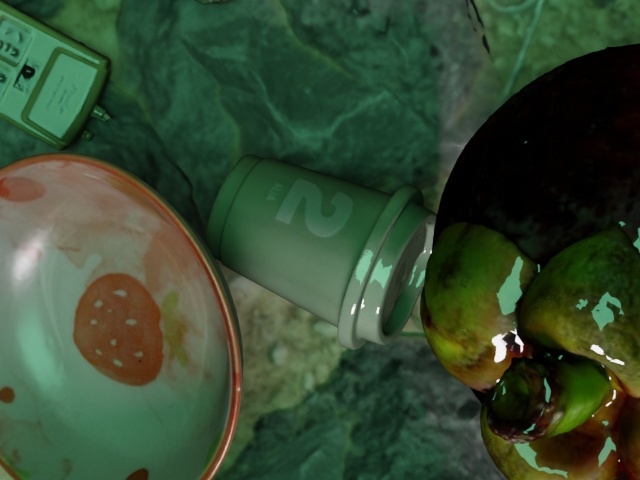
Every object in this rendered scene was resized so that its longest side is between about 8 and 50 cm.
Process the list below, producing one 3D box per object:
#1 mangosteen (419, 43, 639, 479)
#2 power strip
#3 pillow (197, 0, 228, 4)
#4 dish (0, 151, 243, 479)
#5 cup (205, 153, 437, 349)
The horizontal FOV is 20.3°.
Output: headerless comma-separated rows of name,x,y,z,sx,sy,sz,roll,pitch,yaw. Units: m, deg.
mangosteen,0.201,0.021,1.110,0.300,0.300,0.300,1,97,6
power strip,-0.223,-0.127,1.270,0.169,0.028,0.076,28,98,2
pillow,-0.061,-0.281,1.214,0.130,0.038,0.233,26,100,-24
dish,-0.141,0.060,1.235,0.260,0.085,0.260,9,107,30
cup,0.000,0.000,1.228,0.141,0.120,0.120,24,99,17
